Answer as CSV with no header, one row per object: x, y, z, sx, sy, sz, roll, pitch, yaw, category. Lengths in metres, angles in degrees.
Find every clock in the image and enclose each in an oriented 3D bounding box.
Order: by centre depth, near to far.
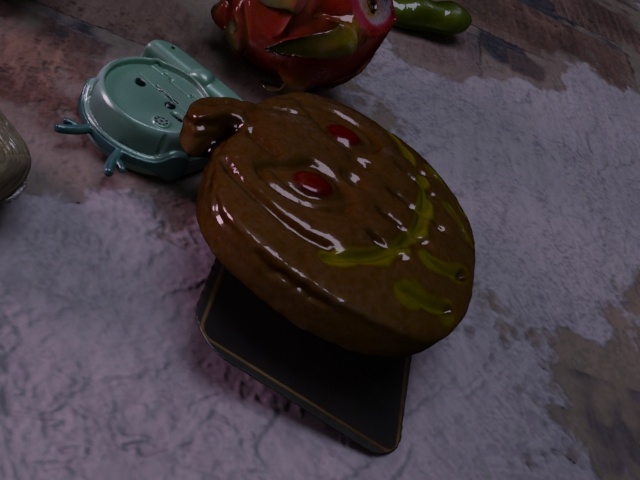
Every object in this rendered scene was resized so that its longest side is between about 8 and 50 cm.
-0.189,-0.137,0.976,0.159,0.066,0.211,38,40,9,clock

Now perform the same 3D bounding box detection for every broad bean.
0.126,-0.376,1.454,0.318,0.056,0.098,-8,60,-33,broad bean

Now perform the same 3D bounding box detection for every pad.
-0.001,0.000,0.912,0.315,0.063,0.375,34,37,-16,pad

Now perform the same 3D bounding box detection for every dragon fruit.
-0.023,-0.298,1.145,0.224,0.227,0.224,34,47,-47,dragon fruit

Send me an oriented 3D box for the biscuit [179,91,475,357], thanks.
0.017,-0.048,0.912,0.350,0.070,0.394,31,30,-11,biscuit

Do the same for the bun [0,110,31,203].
-0.348,-0.093,0.780,0.173,0.113,0.166,50,0,37,bun
